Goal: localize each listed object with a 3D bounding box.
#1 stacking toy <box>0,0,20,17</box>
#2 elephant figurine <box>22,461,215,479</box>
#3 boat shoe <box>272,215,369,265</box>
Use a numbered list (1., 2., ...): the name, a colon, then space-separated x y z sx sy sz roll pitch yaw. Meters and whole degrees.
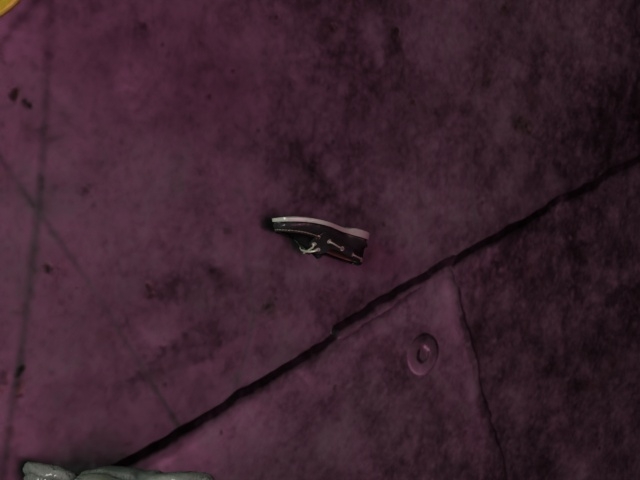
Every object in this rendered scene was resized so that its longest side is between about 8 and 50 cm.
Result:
1. stacking toy: -0.333 -0.313 0.867 0.280 0.130 0.308 10 87 -13
2. elephant figurine: -0.149 0.317 1.055 0.169 0.186 0.239 -13 137 -3
3. boat shoe: 0.000 0.000 1.189 0.125 0.046 0.038 13 84 -47
